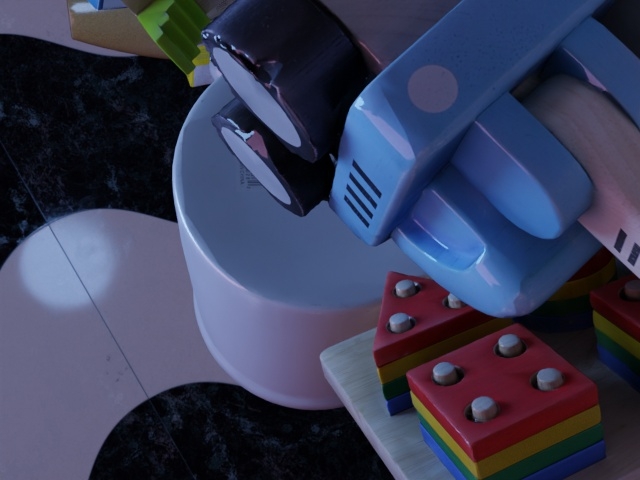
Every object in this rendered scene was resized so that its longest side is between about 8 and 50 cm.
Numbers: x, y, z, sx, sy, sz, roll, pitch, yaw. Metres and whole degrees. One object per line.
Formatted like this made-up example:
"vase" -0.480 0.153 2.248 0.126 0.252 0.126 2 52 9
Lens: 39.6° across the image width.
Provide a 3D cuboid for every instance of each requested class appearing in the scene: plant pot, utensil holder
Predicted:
"plant pot" -0.351 -0.450 1.694 0.237 0.255 0.237 172 90 -76
"utensil holder" 0.000 0.000 1.049 0.327 0.328 0.385 58 166 17

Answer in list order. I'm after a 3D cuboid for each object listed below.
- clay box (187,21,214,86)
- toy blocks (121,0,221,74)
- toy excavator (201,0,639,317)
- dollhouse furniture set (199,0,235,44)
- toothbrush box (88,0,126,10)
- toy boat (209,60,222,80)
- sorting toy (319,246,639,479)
"clay box" -0.141 -0.332 1.355 0.222 0.128 0.053 106 145 -58
"toy blocks" -0.125 -0.363 0.843 0.191 0.261 0.381 45 -173 -49
"toy excavator" 0.156 -0.038 0.530 0.445 0.222 0.433 45 170 6
"dollhouse furniture set" -0.096 -0.335 0.971 0.129 0.184 0.129 58 172 20
"toothbrush box" -0.291 -0.466 1.145 0.295 0.126 0.216 47 135 30
"toy boat" -0.059 -0.245 1.206 0.267 0.148 0.318 63 172 -21
"sorting toy" 0.151 0.076 0.650 0.255 0.257 0.089 -133 24 -60
